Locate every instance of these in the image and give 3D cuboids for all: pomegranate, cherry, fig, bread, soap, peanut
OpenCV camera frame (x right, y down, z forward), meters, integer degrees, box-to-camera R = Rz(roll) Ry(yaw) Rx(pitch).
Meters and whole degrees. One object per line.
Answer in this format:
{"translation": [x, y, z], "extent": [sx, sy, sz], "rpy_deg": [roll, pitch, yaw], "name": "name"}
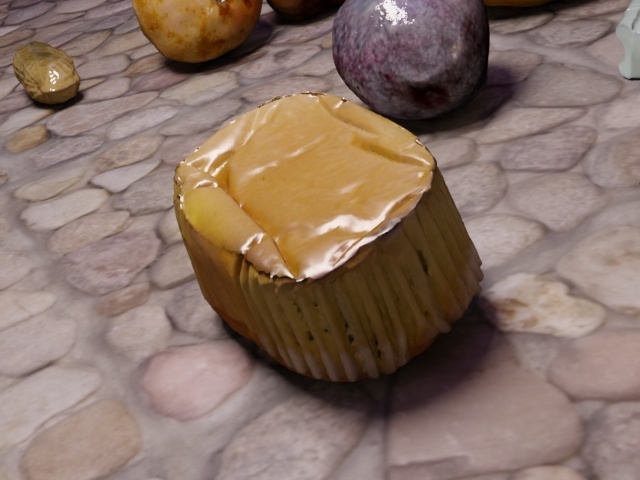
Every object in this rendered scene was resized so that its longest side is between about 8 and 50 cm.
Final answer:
{"translation": [-0.191, -0.373, 1.547], "extent": [0.207, 0.207, 0.207], "rpy_deg": [-12, 30, 7], "name": "pomegranate"}
{"translation": [0.108, -0.229, 1.166], "extent": [0.195, 0.195, 0.195], "rpy_deg": [-12, 30, 7], "name": "cherry"}
{"translation": [-0.060, -0.469, 1.651], "extent": [0.170, 0.145, 0.274], "rpy_deg": [-34, 57, -24], "name": "fig"}
{"translation": [0.000, 0.000, 0.853], "extent": [0.204, 0.156, 0.288], "rpy_deg": [-39, 38, -21], "name": "bread"}
{"translation": [0.427, -0.263, 1.167], "extent": [0.119, 0.066, 0.198], "rpy_deg": [1, 33, 30], "name": "soap"}
{"translation": [-0.439, -0.267, 1.595], "extent": [0.093, 0.083, 0.194], "rpy_deg": [7, 19, -37], "name": "peanut"}

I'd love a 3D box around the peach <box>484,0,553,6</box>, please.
{"translation": [0.269, -0.531, 1.404], "extent": [0.388, 0.388, 0.388], "rpy_deg": [-12, 30, 7], "name": "peach"}
